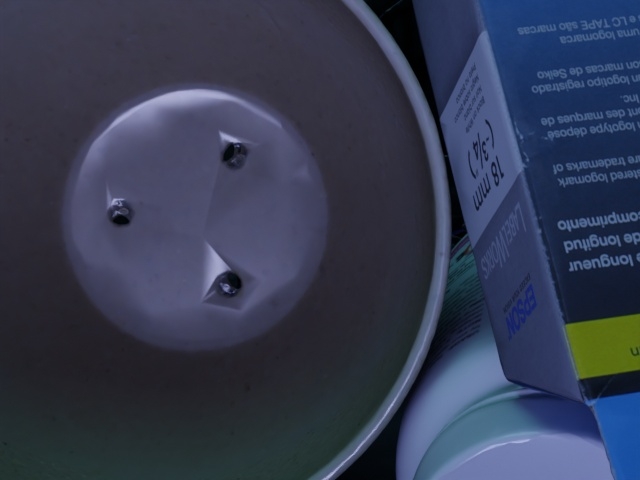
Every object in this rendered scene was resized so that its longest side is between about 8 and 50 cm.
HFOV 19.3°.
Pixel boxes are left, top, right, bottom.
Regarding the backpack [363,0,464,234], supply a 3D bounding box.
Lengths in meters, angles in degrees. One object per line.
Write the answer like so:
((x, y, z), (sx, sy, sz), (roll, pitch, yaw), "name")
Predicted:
((0.093, -0.129, 1.521), (0.263, 0.276, 0.213), (-20, 15, 2), "backpack")

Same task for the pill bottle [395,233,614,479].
((0.125, 0.097, 1.004), (0.160, 0.160, 0.283), (-9, 20, 12), "pill bottle")

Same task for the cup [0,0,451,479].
((-0.087, -0.011, 1.053), (0.331, 0.331, 0.237), (-11, 1, 7), "cup")

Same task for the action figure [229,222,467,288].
((0.000, 0.000, 1.365), (0.276, 0.141, 0.164), (19, 68, 49), "action figure")

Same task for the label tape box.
((0.195, -0.016, 0.885), (0.241, 0.333, 0.106), (-6, -22, -14), "label tape box")
